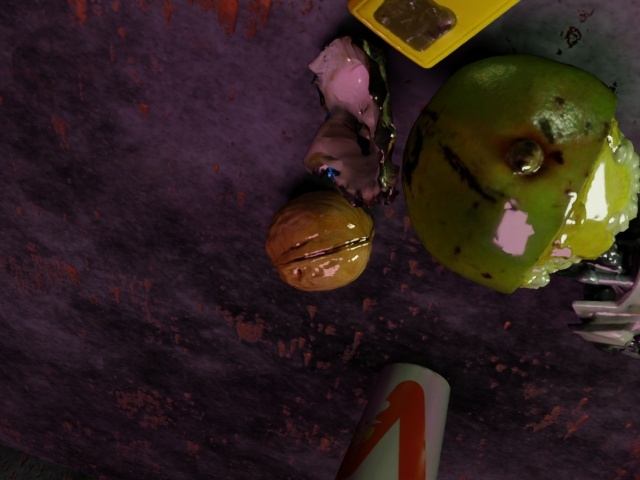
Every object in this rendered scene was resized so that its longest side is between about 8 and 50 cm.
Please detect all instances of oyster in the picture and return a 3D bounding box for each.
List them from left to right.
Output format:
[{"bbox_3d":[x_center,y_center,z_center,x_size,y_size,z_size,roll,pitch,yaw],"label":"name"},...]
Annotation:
[{"bbox_3d":[0.041,-0.133,1.155,0.092,0.198,0.259,-6,-178,-20],"label":"oyster"}]

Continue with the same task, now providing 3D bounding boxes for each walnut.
[{"bbox_3d":[0.000,0.000,1.428,0.180,0.144,0.144,-7,139,49],"label":"walnut"}]

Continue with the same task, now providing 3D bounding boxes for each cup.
[{"bbox_3d":[0.129,0.371,1.749,0.203,0.288,0.203,15,146,10],"label":"cup"}]

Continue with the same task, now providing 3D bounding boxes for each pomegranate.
[{"bbox_3d":[0.209,-0.070,1.124,0.260,0.260,0.340,25,171,-6],"label":"pomegranate"}]

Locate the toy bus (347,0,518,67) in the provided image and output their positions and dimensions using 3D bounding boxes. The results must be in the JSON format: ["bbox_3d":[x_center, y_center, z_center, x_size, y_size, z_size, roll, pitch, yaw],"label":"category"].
[{"bbox_3d":[0.166,-0.297,0.886,0.144,0.152,0.330,34,145,-17],"label":"toy bus"}]

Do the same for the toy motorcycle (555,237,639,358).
[{"bbox_3d":[0.428,0.077,1.295,0.188,0.143,0.327,-8,145,37],"label":"toy motorcycle"}]
